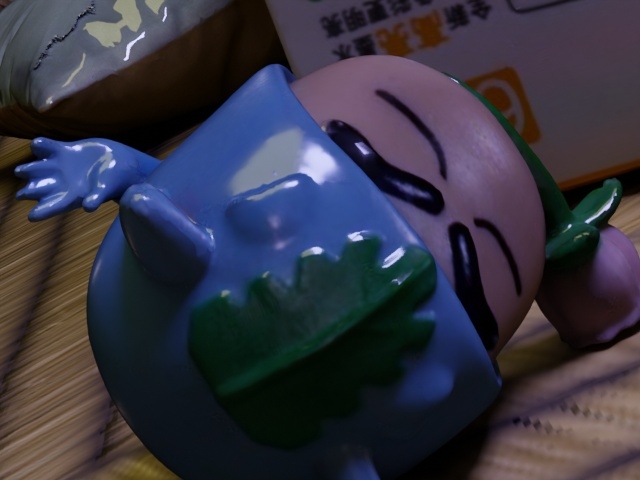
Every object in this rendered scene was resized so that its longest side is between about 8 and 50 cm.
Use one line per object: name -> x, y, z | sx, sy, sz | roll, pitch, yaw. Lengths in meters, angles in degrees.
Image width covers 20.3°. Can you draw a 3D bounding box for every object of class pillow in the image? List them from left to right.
pillow -> -0.103, -0.151, 1.207 | 0.312, 0.119, 0.310 | -29, 17, -21

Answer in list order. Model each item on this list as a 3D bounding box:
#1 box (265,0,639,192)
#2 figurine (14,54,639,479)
box -> 0.102, -0.136, 0.577 | 0.273, 0.221, 0.091 | -14, 12, 29
figurine -> 0.005, 0.002, 0.467 | 0.144, 0.114, 0.178 | -25, 5, -12
